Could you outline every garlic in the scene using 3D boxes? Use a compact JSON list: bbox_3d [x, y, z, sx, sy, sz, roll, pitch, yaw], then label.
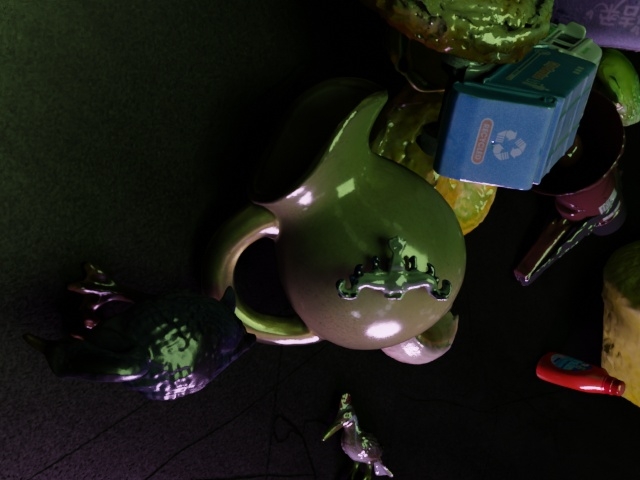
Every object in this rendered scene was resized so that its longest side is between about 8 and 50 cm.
[{"bbox_3d":[0.147,0.138,1.567,0.196,0.087,0.101,16,78,-46],"label":"garlic"}]

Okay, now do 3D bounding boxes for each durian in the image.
[{"bbox_3d":[0.500,-0.262,1.761,0.101,0.139,0.250,-43,159,12],"label":"durian"}]

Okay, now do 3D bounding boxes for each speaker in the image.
[{"bbox_3d":[0.434,-0.064,1.743,0.329,0.198,0.259,49,53,-53],"label":"speaker"}]

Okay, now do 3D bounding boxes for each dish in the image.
[{"bbox_3d":[0.143,-0.278,1.418,0.208,0.080,0.148,-35,118,-36],"label":"dish"}]

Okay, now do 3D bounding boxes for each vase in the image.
[{"bbox_3d":[0.000,0.000,1.287,0.329,0.241,0.302,-34,117,-3],"label":"vase"}]

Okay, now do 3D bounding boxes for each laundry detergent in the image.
[{"bbox_3d":[0.491,0.252,1.909,0.097,0.165,0.049,-16,113,-43],"label":"laundry detergent"}]

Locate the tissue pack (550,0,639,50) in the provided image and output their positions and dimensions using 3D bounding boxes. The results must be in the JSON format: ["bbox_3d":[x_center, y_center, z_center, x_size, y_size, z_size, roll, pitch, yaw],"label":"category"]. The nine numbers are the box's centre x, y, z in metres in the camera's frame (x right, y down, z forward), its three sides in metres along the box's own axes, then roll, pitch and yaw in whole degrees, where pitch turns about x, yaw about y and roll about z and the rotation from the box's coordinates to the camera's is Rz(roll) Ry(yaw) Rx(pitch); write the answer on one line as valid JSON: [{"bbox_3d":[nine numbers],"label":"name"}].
[{"bbox_3d":[0.507,-0.490,1.592,0.124,0.288,0.394,-6,106,-39],"label":"tissue pack"}]

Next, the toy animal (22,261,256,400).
[{"bbox_3d":[-0.182,0.104,1.121,0.298,0.185,0.122,8,95,-48],"label":"toy animal"}]

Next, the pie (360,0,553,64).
[{"bbox_3d":[0.163,-0.318,1.281,0.308,0.308,0.085,-20,142,-42],"label":"pie"}]

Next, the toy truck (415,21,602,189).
[{"bbox_3d":[0.251,-0.188,1.343,0.367,0.175,0.146,-41,149,-52],"label":"toy truck"}]

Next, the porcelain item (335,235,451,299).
[{"bbox_3d":[0.086,0.031,1.185,0.136,0.021,0.075,1,101,-9],"label":"porcelain item"}]

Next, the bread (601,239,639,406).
[{"bbox_3d":[0.714,0.173,2.015,0.348,0.348,0.307,-27,132,-39],"label":"bread"}]

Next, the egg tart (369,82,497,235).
[{"bbox_3d":[0.173,-0.091,1.494,0.295,0.116,0.294,-18,115,-45],"label":"egg tart"}]

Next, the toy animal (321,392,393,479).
[{"bbox_3d":[0.058,0.312,1.555,0.105,0.070,0.202,-47,128,-41],"label":"toy animal"}]
